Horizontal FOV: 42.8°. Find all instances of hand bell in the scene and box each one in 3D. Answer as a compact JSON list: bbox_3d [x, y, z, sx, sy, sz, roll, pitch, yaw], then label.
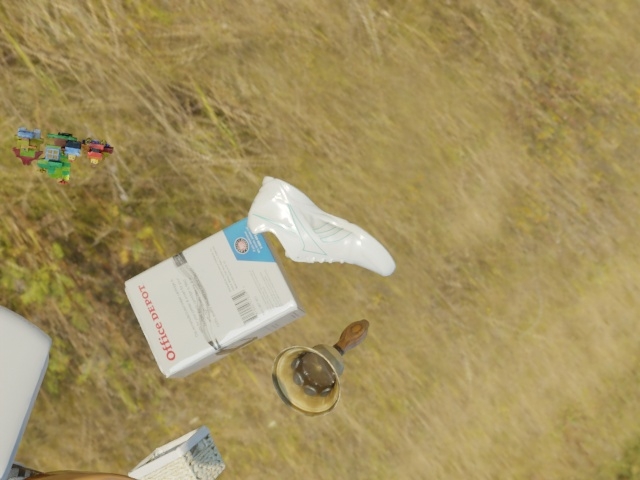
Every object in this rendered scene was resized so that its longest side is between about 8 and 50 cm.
[{"bbox_3d":[0.028,0.193,1.419,0.126,0.126,0.242,-56,169,30],"label":"hand bell"}]

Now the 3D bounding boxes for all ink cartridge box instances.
[{"bbox_3d":[-0.219,0.123,1.717,0.307,0.223,0.129,-28,166,2],"label":"ink cartridge box"}]

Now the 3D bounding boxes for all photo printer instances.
[{"bbox_3d":[-0.563,0.215,1.249,0.256,0.307,0.107,27,129,-20],"label":"photo printer"}]

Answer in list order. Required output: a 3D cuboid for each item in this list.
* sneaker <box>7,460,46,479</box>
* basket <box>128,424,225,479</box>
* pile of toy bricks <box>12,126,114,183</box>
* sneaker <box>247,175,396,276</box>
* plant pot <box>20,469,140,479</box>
[{"bbox_3d":[-0.529,0.480,1.527,0.268,0.153,0.101,43,59,-56],"label":"sneaker"},{"bbox_3d":[-0.297,0.478,1.705,0.167,0.103,0.113,-31,-179,29],"label":"basket"},{"bbox_3d":[-0.566,-0.176,1.777,0.212,0.118,0.105,7,103,-11],"label":"pile of toy bricks"},{"bbox_3d":[0.000,0.000,0.777,0.061,0.152,0.054,-61,-176,-6],"label":"sneaker"},{"bbox_3d":[-0.278,0.345,0.728,0.203,0.291,0.291,-2,176,34],"label":"plant pot"}]
